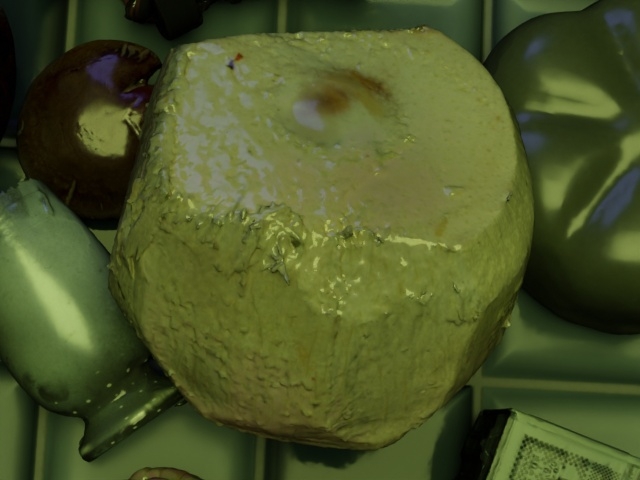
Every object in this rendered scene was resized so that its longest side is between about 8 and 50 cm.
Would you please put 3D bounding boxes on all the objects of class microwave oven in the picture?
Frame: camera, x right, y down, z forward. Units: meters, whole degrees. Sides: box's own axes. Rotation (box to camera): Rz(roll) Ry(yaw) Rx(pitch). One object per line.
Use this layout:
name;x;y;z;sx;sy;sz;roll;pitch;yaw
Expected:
microwave oven;0.138;0.235;1.223;0.122;0.162;0.208;21;83;0

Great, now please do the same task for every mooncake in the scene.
mooncake;0.240;-0.064;1.300;0.275;0.135;0.275;1;76;-4

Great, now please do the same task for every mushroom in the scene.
mushroom;-0.150;-0.093;1.296;0.170;0.080;0.135;-40;96;-7

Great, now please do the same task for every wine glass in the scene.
wine glass;-0.187;0.058;1.248;0.111;0.111;0.204;-36;90;-10

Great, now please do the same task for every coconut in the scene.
coconut;0.000;0.000;1.186;0.297;0.254;0.297;7;49;-8

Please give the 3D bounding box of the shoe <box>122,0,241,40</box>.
shoe;-0.099;-0.222;1.304;0.291;0.114;0.137;11;74;0

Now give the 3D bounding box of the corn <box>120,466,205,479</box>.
corn;-0.033;0.257;1.151;0.335;0.126;0.127;21;76;37

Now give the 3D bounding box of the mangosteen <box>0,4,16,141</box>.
mangosteen;-0.328;-0.133;1.222;0.216;0.216;0.216;1;80;-5
